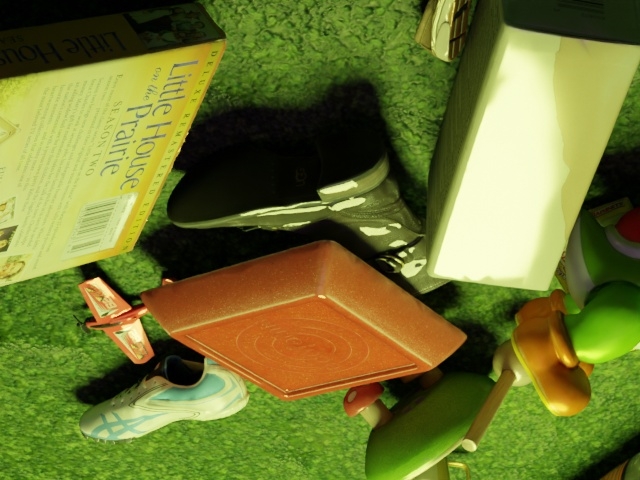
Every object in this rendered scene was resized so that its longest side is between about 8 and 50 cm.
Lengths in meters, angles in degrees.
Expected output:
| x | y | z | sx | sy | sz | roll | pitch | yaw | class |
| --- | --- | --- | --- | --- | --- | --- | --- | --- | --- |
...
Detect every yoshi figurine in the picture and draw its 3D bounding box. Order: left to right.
| x | y | z | sx | sy | sz | roll | pitch | yaw | class |
| --- | --- | --- | --- | --- | --- | --- | --- | --- | --- |
| 0.380 | 0.053 | 1.475 | 0.362 | 0.203 | 0.203 | -34 | 143 | 17 | yoshi figurine |

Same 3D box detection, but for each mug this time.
| x | y | z | sx | sy | sz | roll | pitch | yaw | class |
| --- | --- | --- | --- | --- | --- | --- | --- | --- | --- |
| 0.135 | 0.286 | 1.839 | 0.078 | 0.064 | 0.062 | 27 | 132 | -23 | mug |

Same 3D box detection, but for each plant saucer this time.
| x | y | z | sx | sy | sz | roll | pitch | yaw | class |
| --- | --- | --- | --- | --- | --- | --- | --- | --- | --- |
| -0.019 | 0.099 | 1.604 | 0.259 | 0.047 | 0.258 | -15 | 146 | 34 | plant saucer |

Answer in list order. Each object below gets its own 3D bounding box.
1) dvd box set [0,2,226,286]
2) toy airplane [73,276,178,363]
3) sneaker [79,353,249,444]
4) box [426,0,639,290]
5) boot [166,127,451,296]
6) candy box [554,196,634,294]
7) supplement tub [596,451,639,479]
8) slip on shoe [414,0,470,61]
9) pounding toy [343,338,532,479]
| x | y | z | sx | sy | sz | roll | pitch | yaw | class |
| --- | --- | --- | --- | --- | --- | --- | --- | --- | --- |
| -0.308 | -0.059 | 1.332 | 0.420 | 0.062 | 0.307 | -17 | 150 | -38 | dvd box set |
| -0.203 | 0.077 | 1.673 | 0.151 | 0.028 | 0.151 | 2 | 138 | 2 | toy airplane |
| -0.188 | 0.178 | 1.755 | 0.237 | 0.085 | 0.086 | -18 | 99 | 30 | sneaker |
| 0.183 | -0.110 | 1.360 | 0.121 | 0.148 | 0.311 | 8 | 138 | -4 | box |
| 0.000 | 0.000 | 1.535 | 0.263 | 0.091 | 0.229 | -9 | 141 | 21 | boot |
| 0.313 | 0.043 | 1.593 | 0.105 | 0.027 | 0.206 | -19 | 132 | 22 | candy box |
| 0.383 | 0.372 | 1.817 | 0.194 | 0.193 | 0.316 | 26 | 133 | -21 | supplement tub |
| 0.111 | -0.220 | 1.323 | 0.041 | 0.051 | 0.135 | 28 | 140 | 21 | slip on shoe |
| 0.114 | 0.172 | 1.671 | 0.110 | 0.183 | 0.237 | 52 | 140 | -2 | pounding toy |
